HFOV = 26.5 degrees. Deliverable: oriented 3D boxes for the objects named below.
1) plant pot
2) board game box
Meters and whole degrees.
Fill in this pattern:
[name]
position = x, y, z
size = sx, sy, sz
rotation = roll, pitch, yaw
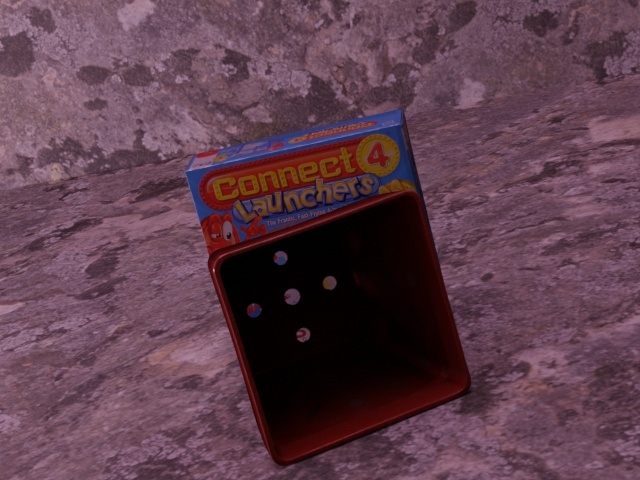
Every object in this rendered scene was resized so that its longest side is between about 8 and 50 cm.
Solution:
[plant pot]
position = -0.003, 0.091, 1.722
size = 0.267, 0.267, 0.236
rotation = -19, 12, -15
[board game box]
position = 0.000, 0.000, 1.893
size = 0.308, 0.302, 0.086
rotation = -12, 18, 9
